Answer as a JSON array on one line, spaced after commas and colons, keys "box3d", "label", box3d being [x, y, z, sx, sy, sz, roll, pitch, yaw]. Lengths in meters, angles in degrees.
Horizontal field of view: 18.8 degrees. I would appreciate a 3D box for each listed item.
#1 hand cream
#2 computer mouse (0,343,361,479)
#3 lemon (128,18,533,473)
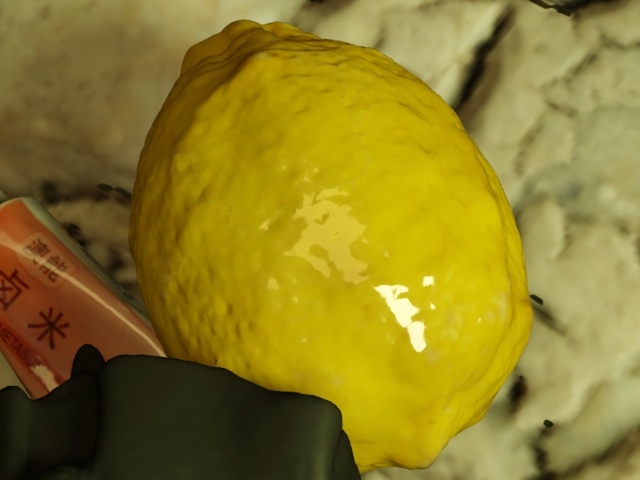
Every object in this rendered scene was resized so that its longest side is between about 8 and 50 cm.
[{"box3d": [-0.062, 0.053, 0.612, 0.216, 0.038, 0.052, 47, 115, 20], "label": "hand cream"}, {"box3d": [-0.044, 0.144, 0.475, 0.147, 0.088, 0.264, -18, 68, 7], "label": "computer mouse"}, {"box3d": [0.000, 0.000, 0.571, 0.114, 0.114, 0.155, -28, 66, 1], "label": "lemon"}]
